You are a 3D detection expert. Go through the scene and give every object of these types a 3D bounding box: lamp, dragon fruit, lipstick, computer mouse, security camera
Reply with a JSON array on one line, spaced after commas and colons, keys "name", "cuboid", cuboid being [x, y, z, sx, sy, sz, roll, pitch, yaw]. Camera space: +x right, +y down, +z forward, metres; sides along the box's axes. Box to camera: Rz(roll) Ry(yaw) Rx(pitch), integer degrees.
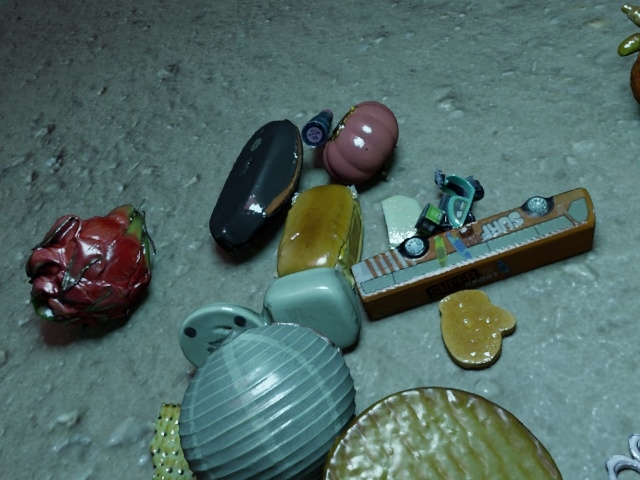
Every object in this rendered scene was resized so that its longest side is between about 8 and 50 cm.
[{"name": "lamp", "cuboid": [-0.072, 0.230, 0.862, 0.265, 0.233, 0.233, -27, 45, -10]}, {"name": "dragon fruit", "cuboid": [-0.430, 0.031, 1.186, 0.233, 0.234, 0.293, 16, 72, 32]}, {"name": "lipstick", "cuboid": [0.005, -0.256, 1.344, 0.053, 0.053, 0.234, -10, 19, 13]}, {"name": "computer mouse", "cuboid": [-0.117, -0.109, 1.250, 0.183, 0.116, 0.323, -23, 39, 50]}, {"name": "lamp", "cuboid": [0.088, -0.191, 1.242, 0.182, 0.140, 0.182, -54, 11, 16]}, {"name": "security camera", "cuboid": [-0.085, 0.137, 1.013, 0.301, 0.157, 0.080, -15, 32, 9]}]

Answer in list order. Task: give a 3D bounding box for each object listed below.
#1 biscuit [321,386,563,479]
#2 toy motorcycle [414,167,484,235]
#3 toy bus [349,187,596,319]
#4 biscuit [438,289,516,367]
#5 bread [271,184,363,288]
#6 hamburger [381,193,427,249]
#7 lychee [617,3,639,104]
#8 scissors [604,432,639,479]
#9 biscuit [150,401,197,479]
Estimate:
[{"name": "biscuit", "cuboid": [0.152, 0.335, 0.747, 0.317, 0.040, 0.318, 0, 62, 0]}, {"name": "toy motorcycle", "cuboid": [0.240, -0.070, 1.117, 0.100, 0.058, 0.173, 29, 52, 0]}, {"name": "toy bus", "cuboid": [0.254, 0.021, 1.022, 0.408, 0.093, 0.092, -19, 53, 6]}, {"name": "biscuit", "cuboid": [0.248, 0.137, 0.966, 0.118, 0.023, 0.140, -8, 47, 15]}, {"name": "bread", "cuboid": [0.000, 0.000, 1.126, 0.136, 0.107, 0.241, -6, 43, 19]}, {"name": "hamburger", "cuboid": [0.162, -0.031, 1.136, 0.084, 0.054, 0.121, -10, 49, 7]}, {"name": "lychee", "cuboid": [0.662, -0.329, 1.070, 0.300, 0.255, 0.255, 32, 62, 4]}, {"name": "scissors", "cuboid": [0.442, 0.313, 0.734, 0.100, 0.015, 0.189, -38, 48, -17]}, {"name": "biscuit", "cuboid": [-0.188, 0.328, 0.971, 0.203, 0.016, 0.144, -2, 49, 19]}]
